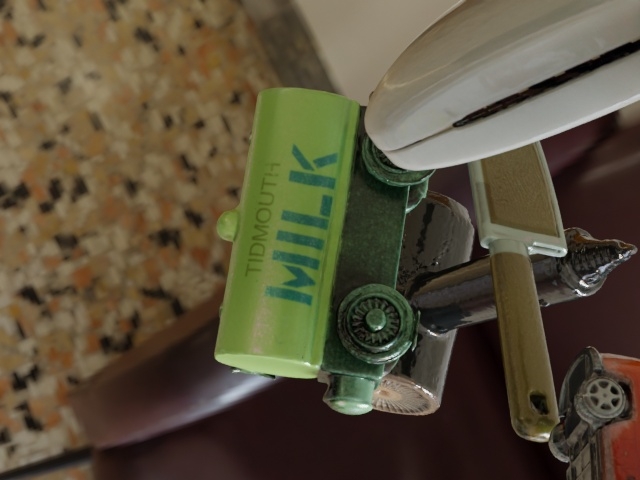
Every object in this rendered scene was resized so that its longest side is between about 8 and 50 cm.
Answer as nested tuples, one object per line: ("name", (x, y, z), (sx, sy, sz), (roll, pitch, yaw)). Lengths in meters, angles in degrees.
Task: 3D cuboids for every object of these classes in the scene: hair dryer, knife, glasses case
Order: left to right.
("hair dryer", (0.144, 0.024, 1.425), (0.107, 0.352, 0.189), (26, 64, -27))
("knife", (0.130, -0.003, 1.125), (0.061, 0.027, 0.343), (10, 44, -15))
("glasses case", (0.093, -0.075, 0.581), (0.049, 0.197, 0.076), (50, 46, -17))

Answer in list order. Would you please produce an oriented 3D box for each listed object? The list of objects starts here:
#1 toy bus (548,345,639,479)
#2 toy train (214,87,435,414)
("toy bus", (0.170, 0.146, 0.940), (0.077, 0.079, 0.174), (7, 61, -5))
("toy train", (0.000, 0.000, 1.290), (0.157, 0.105, 0.253), (9, 75, -2))
